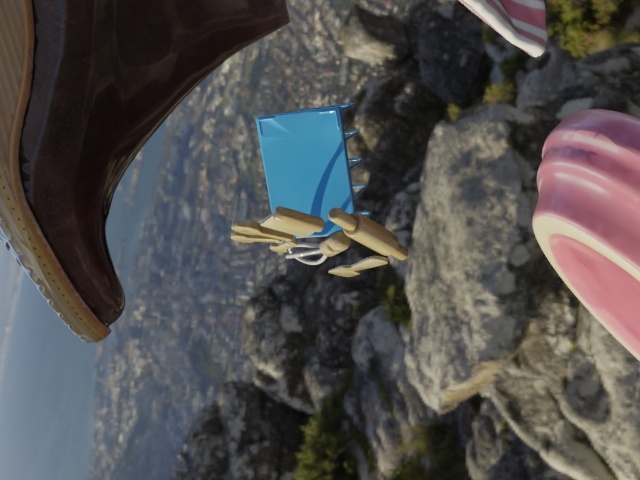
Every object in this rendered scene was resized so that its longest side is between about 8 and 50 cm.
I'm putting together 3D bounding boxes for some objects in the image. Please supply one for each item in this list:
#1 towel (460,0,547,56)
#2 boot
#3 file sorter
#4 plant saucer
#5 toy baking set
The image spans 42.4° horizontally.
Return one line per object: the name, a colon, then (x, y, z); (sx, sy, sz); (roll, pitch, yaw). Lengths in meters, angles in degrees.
towel: (0.118, -0.247, 0.610); (0.029, 0.144, 0.197); (-20, 66, 39)
boot: (-0.099, -0.084, 0.462); (0.090, 0.207, 0.248); (25, 139, 55)
file sorter: (-0.003, -0.100, 1.145); (0.104, 0.118, 0.170); (-41, -56, -65)
plant saucer: (0.287, 0.044, 0.654); (0.084, 0.332, 0.332); (-43, 28, 0)
toy baking set: (0.005, -0.001, 1.019); (0.197, 0.256, 0.030); (-2, 72, 39)
